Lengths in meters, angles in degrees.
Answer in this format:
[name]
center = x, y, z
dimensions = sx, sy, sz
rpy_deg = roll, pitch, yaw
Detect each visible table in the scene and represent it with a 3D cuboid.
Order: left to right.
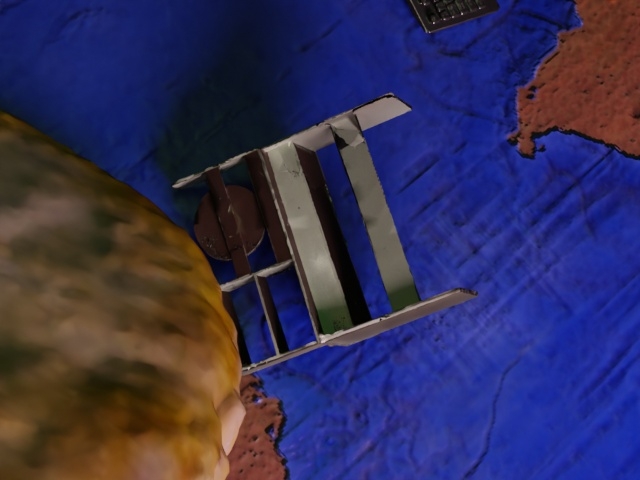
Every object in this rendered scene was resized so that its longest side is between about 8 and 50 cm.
[table]
center = 0.000, 0.000, 0.869
dimensions = 0.175, 0.062, 0.146
rpy_deg = -22, 77, 16

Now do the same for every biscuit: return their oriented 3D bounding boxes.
[biscuit]
center = -0.253, 0.035, 0.705
dimensions = 0.446, 0.104, 0.429
rpy_deg = 24, 30, -9

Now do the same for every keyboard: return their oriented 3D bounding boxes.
[keyboard]
center = 0.073, -0.258, 0.990
dimensions = 0.074, 0.015, 0.196
rpy_deg = -21, 79, -17
